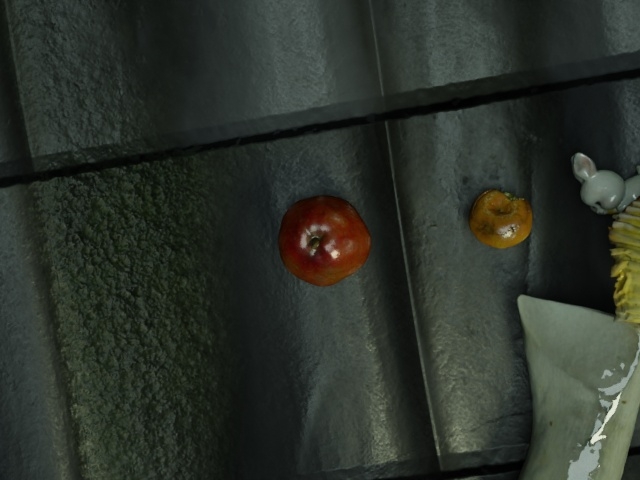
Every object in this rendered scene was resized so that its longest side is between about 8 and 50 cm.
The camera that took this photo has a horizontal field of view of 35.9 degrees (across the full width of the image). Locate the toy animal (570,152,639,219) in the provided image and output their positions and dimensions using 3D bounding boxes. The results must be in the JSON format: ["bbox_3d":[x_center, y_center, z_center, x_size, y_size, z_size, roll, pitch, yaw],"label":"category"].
[{"bbox_3d":[0.382,-0.065,1.282,0.124,0.071,0.085,8,94,6],"label":"toy animal"}]

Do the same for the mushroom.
[{"bbox_3d":[0.308,0.279,1.280,0.177,0.126,0.397,13,94,22],"label":"mushroom"}]

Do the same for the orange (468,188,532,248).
[{"bbox_3d":[0.238,-0.024,1.304,0.086,0.062,0.086,-7,50,9],"label":"orange"}]

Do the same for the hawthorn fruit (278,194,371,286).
[{"bbox_3d":[0.003,-0.006,1.306,0.125,0.140,0.125,-6,58,10],"label":"hawthorn fruit"}]

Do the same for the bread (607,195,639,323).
[{"bbox_3d":[0.454,0.019,1.196,0.250,0.133,0.179,-13,112,-35],"label":"bread"}]
